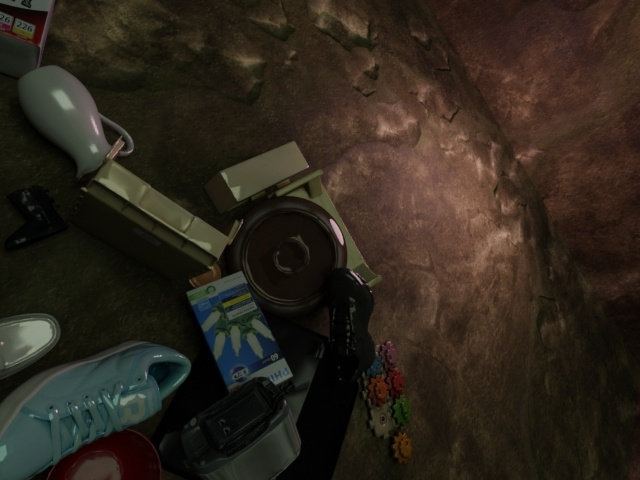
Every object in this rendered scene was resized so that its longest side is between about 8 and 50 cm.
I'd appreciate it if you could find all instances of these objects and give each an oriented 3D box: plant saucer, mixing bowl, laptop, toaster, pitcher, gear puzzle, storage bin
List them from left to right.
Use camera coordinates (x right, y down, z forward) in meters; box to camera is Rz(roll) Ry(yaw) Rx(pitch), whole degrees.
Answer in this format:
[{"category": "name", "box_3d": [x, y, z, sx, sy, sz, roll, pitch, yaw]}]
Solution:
[{"category": "pitcher", "box_3d": [-0.500, -0.250, 0.886, 0.207, 0.125, 0.178, 61, 27, -18]}, {"category": "mixing bowl", "box_3d": [-0.382, 0.418, 0.734, 0.181, 0.098, 0.182, 14, 66, -35]}, {"category": "storage bin", "box_3d": [-0.331, -0.043, 0.842, 0.262, 0.260, 0.123, 37, 58, -23]}, {"category": "plant saucer", "box_3d": [-0.274, 0.080, 1.004, 0.083, 0.013, 0.084, 16, 64, -34]}, {"category": "toaster", "box_3d": [-0.130, 0.363, 0.785, 0.227, 0.129, 0.147, -30, 125, -23]}, {"category": "laptop", "box_3d": [-0.117, 0.413, 1.007, 0.407, 0.236, 0.382, 23, 56, 2]}, {"category": "plant saucer", "box_3d": [-0.078, 0.041, 1.055, 0.310, 0.050, 0.311, 0, 89, -10]}, {"category": "gear puzzle", "box_3d": [0.202, 0.470, 1.221, 0.175, 0.044, 0.339, -3, 76, -43]}]

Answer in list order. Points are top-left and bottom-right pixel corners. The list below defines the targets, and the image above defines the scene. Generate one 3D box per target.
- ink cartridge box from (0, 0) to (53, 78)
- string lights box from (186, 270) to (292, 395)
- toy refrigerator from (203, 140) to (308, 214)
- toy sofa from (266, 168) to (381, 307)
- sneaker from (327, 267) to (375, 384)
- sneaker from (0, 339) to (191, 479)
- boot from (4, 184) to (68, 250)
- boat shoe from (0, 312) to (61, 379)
[{"category": "ink cartridge box", "box_3d": [-0.690, -0.500, 0.804, 0.309, 0.130, 0.272, 12, 65, -35]}, {"category": "string lights box", "box_3d": [-0.180, 0.212, 0.922, 0.133, 0.077, 0.260, -22, 70, -24]}, {"category": "toy refrigerator", "box_3d": [-0.162, -0.167, 1.128, 0.269, 0.102, 0.094, -35, 97, -42]}, {"category": "toy sofa", "box_3d": [0.000, 0.000, 1.189, 0.150, 0.177, 0.363, -30, 94, -17]}, {"category": "sneaker", "box_3d": [0.067, 0.206, 1.005, 0.130, 0.109, 0.286, -34, 115, -62]}, {"category": "sneaker", "box_3d": [-0.347, 0.256, 0.686, 0.366, 0.150, 0.135, -38, 126, -69]}, {"category": "boot", "box_3d": [-0.554, -0.046, 0.802, 0.121, 0.045, 0.099, -38, 101, -48]}, {"category": "boat shoe", "box_3d": [-0.561, 0.191, 0.673, 0.277, 0.096, 0.098, -23, 89, -41]}]
